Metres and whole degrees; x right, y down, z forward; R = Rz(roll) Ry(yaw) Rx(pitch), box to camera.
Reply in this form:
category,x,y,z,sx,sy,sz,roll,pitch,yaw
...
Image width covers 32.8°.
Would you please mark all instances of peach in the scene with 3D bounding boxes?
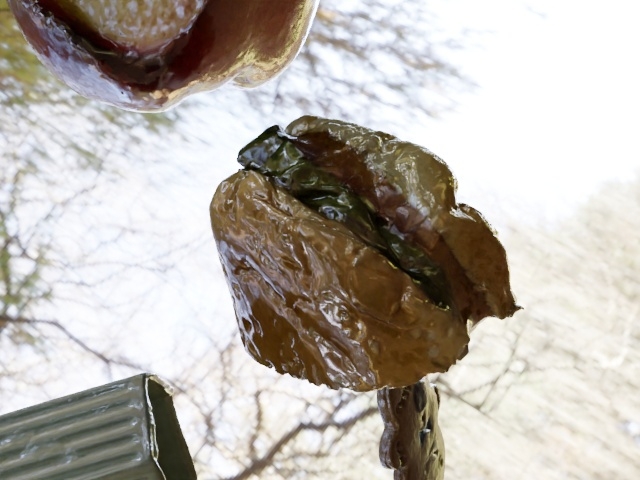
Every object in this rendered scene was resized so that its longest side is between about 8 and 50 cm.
category,x,y,z,sx,sy,sz,roll,pitch,yaw
peach,-0.155,-0.317,1.116,0.310,0.335,0.406,33,-130,-75

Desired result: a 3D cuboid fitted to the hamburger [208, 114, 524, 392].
category,x,y,z,sx,sy,sz,roll,pitch,yaw
hamburger,0.001,-0.003,0.947,0.162,0.330,0.209,-29,-75,-25

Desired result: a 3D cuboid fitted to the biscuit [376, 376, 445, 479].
category,x,y,z,sx,sy,sz,roll,pitch,yaw
biscuit,0.134,0.275,1.514,0.180,0.039,0.236,-46,-50,-52

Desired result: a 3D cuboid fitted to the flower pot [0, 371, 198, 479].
category,x,y,z,sx,sy,sz,roll,pitch,yaw
flower pot,-0.228,0.265,1.115,0.189,0.239,0.209,-15,-47,0
